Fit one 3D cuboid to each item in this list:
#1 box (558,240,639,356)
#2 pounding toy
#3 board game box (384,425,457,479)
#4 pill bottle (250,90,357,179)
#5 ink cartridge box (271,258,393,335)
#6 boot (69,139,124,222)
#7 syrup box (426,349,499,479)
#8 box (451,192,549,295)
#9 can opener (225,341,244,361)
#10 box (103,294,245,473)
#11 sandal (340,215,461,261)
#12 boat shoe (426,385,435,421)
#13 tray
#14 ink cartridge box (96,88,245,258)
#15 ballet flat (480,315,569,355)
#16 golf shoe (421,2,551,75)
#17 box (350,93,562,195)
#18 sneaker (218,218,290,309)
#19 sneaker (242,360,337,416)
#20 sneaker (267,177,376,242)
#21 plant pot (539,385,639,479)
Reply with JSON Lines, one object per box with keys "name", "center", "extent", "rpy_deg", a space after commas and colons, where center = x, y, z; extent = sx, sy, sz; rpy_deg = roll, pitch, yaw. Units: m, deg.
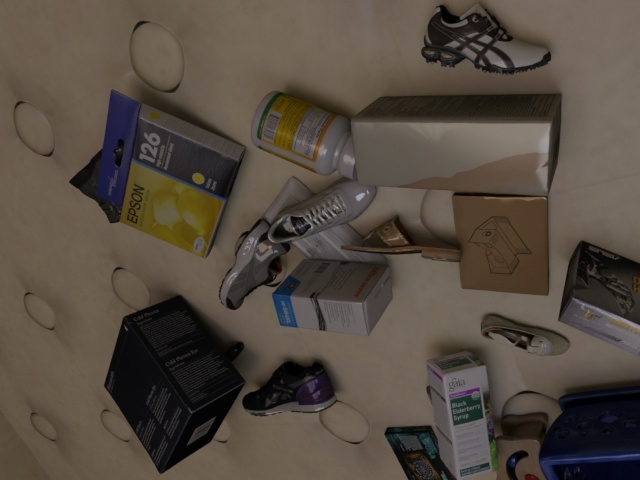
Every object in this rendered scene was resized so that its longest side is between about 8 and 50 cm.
{"name": "box", "center": [0.510, 0.107, 0.901], "extent": [0.230, 0.183, 0.056], "rpy_deg": [25, 127, 15]}
{"name": "pounding toy", "center": [0.447, 0.516, 1.197], "extent": [0.154, 0.155, 0.270], "rpy_deg": [5, 120, 32]}
{"name": "board game box", "center": [0.252, 0.542, 1.404], "extent": [0.126, 0.026, 0.186], "rpy_deg": [-16, 109, 34]}
{"name": "pill bottle", "center": [-0.014, -0.191, 1.055], "extent": [0.208, 0.117, 0.118], "rpy_deg": [24, 127, 15]}
{"name": "ink cartridge box", "center": [0.028, 0.112, 1.154], "extent": [0.203, 0.148, 0.086], "rpy_deg": [4, 119, 28]}
{"name": "boot", "center": [-0.492, -0.147, 1.388], "extent": [0.246, 0.083, 0.161], "rpy_deg": [-28, 114, 37]}
{"name": "syrup box", "center": [0.294, 0.360, 1.174], "extent": [0.093, 0.096, 0.237], "rpy_deg": [-11, 101, -10]}
{"name": "box", "center": [0.333, 0.007, 1.043], "extent": [0.164, 0.021, 0.201], "rpy_deg": [3, 120, 28]}
{"name": "can opener", "center": [-0.269, 0.334, 1.548], "extent": [0.073, 0.059, 0.186], "rpy_deg": [46, 129, -2]}
{"name": "box", "center": [-0.404, 0.386, 1.525], "extent": [0.312, 0.178, 0.343], "rpy_deg": [47, 131, 20]}
{"name": "sandal", "center": [0.159, -0.009, 1.110], "extent": [0.239, 0.088, 0.079], "rpy_deg": [6, 88, 26]}
{"name": "boat shoe", "center": [0.294, 0.395, 1.275], "extent": [0.066, 0.066, 0.183], "rpy_deg": [-12, 104, 42]}
{"name": "tray", "center": [0.000, 0.000, 1.218], "extent": [0.270, 0.030, 0.145], "rpy_deg": [42, 130, 1]}
{"name": "ink cartridge box", "center": [-0.353, -0.136, 1.262], "extent": [0.307, 0.072, 0.304], "rpy_deg": [22, 130, -6]}
{"name": "ballet flat", "center": [0.394, 0.196, 1.102], "extent": [0.168, 0.052, 0.057], "rpy_deg": [15, 124, 20]}
{"name": "golf shoe", "center": [0.253, -0.309, 0.863], "extent": [0.198, 0.077, 0.094], "rpy_deg": [14, 124, 20]}
{"name": "box", "center": [0.220, -0.162, 0.926], "extent": [0.310, 0.148, 0.121], "rpy_deg": [7, 121, 27]}
{"name": "sneaker", "center": [-0.156, 0.078, 1.310], "extent": [0.108, 0.100, 0.272], "rpy_deg": [32, 129, 2]}
{"name": "sneaker", "center": [-0.093, 0.372, 1.465], "extent": [0.283, 0.107, 0.124], "rpy_deg": [-15, 95, 31]}
{"name": "sneaker", "center": [0.003, -0.053, 1.121], "extent": [0.235, 0.095, 0.090], "rpy_deg": [-27, 96, 19]}
{"name": "plant pot", "center": [0.562, 0.400, 1.029], "extent": [0.235, 0.212, 0.236], "rpy_deg": [-20, 106, 36]}
